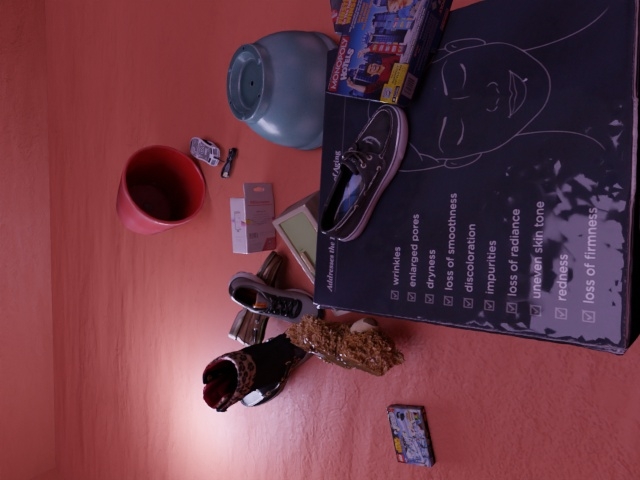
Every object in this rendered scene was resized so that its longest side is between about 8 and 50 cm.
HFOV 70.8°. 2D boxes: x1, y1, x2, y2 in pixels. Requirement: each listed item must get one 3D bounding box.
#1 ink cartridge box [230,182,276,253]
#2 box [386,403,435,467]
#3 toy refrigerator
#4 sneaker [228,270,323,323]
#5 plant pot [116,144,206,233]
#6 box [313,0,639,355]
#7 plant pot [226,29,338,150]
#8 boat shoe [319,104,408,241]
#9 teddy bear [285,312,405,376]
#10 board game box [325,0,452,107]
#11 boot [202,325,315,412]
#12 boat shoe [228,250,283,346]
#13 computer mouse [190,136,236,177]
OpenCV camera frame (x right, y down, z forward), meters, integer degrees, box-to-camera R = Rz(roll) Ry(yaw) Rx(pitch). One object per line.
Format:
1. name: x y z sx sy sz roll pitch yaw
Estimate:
1. ink cartridge box: -0.195 -0.067 1.302 0.067 0.115 0.198 3 97 40
2. box: 0.218 0.469 1.088 0.094 0.027 0.137 -12 88 39
3. toy refrigerator: 0.015 0.034 1.020 0.102 0.094 0.269 -24 106 33
4. sneaker: -0.124 0.172 1.217 0.271 0.108 0.100 19 101 -6
5. plant pot: -0.557 -0.145 1.519 0.243 0.275 0.275 -27 78 49
6. box: 0.261 -0.101 0.762 0.472 0.297 0.480 2 88 38
7. plant pot: -0.106 -0.374 1.102 0.293 0.196 0.293 8 101 50
8. boat shoe: 0.058 -0.106 0.697 0.080 0.076 0.228 38 111 36
9. teddy bear: 0.050 0.235 1.070 0.245 0.113 0.338 27 160 -6
10. board game box: 0.086 -0.314 0.703 0.194 0.060 0.194 26 103 40
11. boot: -0.204 0.387 1.259 0.377 0.284 0.138 -47 67 33
12. boat shoe: -0.163 0.178 1.329 0.104 0.111 0.307 27 109 6
13. computer mouse: -0.346 -0.281 1.449 0.193 0.042 0.106 33 120 26
